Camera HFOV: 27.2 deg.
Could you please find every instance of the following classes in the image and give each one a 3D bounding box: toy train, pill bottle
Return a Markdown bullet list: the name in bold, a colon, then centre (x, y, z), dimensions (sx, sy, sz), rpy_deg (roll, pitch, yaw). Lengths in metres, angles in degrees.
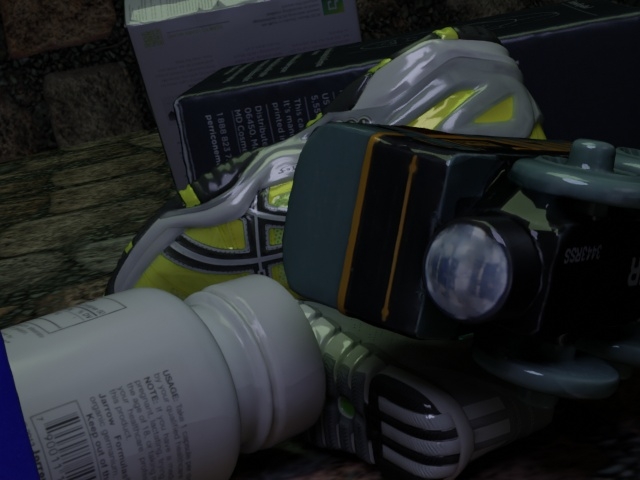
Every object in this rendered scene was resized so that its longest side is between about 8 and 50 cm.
- **toy train**: centre (0.133, -0.004, 0.764), dimensions (0.190, 0.142, 0.334), rpy_deg (19, 15, 36)
- **pill bottle**: centre (-0.117, 0.098, 0.747), dimensions (0.229, 0.131, 0.131), rpy_deg (-18, 14, -34)

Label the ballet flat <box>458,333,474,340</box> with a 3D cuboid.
- **ballet flat**: centre (0.134, 0.045, 0.978), dimensions (0.206, 0.073, 0.067), rpy_deg (-16, -14, -35)

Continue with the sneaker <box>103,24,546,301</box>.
- **sneaker**: centre (0.000, 0.000, 0.985), dimensions (0.384, 0.147, 0.145), rpy_deg (-36, -18, 12)

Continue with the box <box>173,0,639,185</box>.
- **box**: centre (0.098, -0.080, 1.203), dimensions (0.395, 0.212, 0.293), rpy_deg (-10, 11, 6)

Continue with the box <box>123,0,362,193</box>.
- **box**: centre (-0.060, -0.139, 1.420), dimensions (0.232, 0.322, 0.058), rpy_deg (-10, 44, 1)

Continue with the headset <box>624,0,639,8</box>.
- **headset**: centre (0.394, -0.117, 1.179), dimensions (0.243, 0.185, 0.394), rpy_deg (29, 9, -19)

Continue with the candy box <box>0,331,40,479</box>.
- **candy box**: centre (-0.252, 0.082, 0.490), dimensions (0.268, 0.317, 0.122), rpy_deg (-20, 15, -40)

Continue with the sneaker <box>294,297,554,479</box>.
- **sneaker**: centre (0.057, 0.083, 0.819), dimensions (0.132, 0.086, 0.228), rpy_deg (-12, 21, -28)
